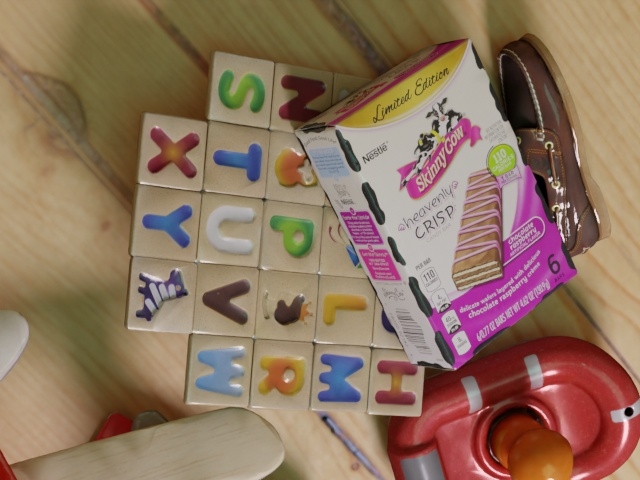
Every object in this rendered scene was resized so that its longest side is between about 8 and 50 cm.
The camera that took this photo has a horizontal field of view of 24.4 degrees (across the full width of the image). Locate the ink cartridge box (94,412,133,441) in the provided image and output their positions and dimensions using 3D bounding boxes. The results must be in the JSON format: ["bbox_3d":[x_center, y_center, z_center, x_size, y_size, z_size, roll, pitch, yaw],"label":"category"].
[{"bbox_3d":[-0.111,0.262,1.298,0.231,0.078,0.134,30,93,-18],"label":"ink cartridge box"}]

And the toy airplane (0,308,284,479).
[{"bbox_3d":[-0.261,0.251,1.139,0.386,0.384,0.272,15,141,11],"label":"toy airplane"}]

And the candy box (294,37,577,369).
[{"bbox_3d":[0.101,-0.031,1.249,0.159,0.071,0.233,-35,106,-26],"label":"candy box"}]

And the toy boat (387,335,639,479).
[{"bbox_3d":[0.182,0.181,1.317,0.231,0.151,0.151,-20,107,-9],"label":"toy boat"}]

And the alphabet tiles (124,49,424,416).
[{"bbox_3d":[0.000,0.000,1.235,0.342,0.011,0.285,7,85,-31],"label":"alphabet tiles"}]

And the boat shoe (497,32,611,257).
[{"bbox_3d":[0.194,-0.076,1.302,0.073,0.073,0.207,-25,107,-10],"label":"boat shoe"}]
